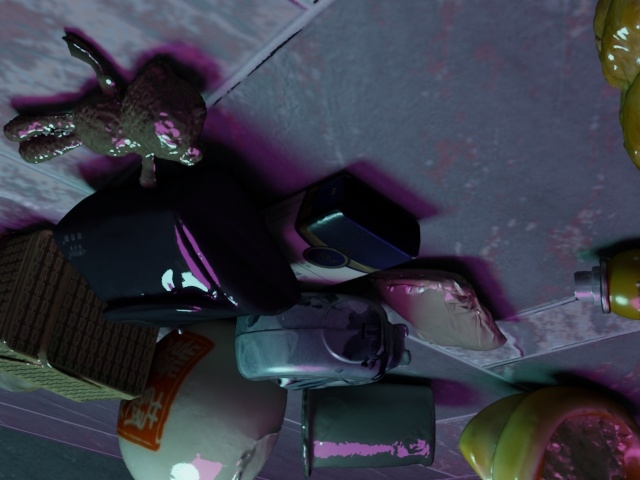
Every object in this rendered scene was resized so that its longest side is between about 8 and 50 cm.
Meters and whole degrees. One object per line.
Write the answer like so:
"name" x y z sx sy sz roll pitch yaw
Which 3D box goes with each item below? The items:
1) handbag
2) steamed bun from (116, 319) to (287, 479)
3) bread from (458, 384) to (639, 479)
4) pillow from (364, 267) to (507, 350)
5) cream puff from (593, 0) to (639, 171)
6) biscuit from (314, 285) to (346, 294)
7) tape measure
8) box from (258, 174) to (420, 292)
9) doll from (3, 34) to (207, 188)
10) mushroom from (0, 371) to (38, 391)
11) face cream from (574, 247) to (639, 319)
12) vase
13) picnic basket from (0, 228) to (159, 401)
"handbag" -0.209 0.049 1.110 0.302 0.178 0.275 -9 120 38
"steamed bun" -0.250 0.318 1.495 0.241 0.374 0.374 29 146 -29
"bread" 0.505 0.482 1.623 0.424 0.328 0.245 20 150 -31
"pillow" 0.200 0.119 1.320 0.173 0.067 0.270 -2 151 29
"cream puff" 0.386 -0.163 0.585 0.343 0.231 0.327 8 147 14
"biscuit" 0.000 0.125 1.423 0.138 0.031 0.205 9 152 -4
"tape measure" -0.004 0.172 1.285 0.275 0.147 0.256 -4 164 15
"box" 0.000 0.000 1.153 0.168 0.071 0.259 30 147 -33
"doll" -0.263 -0.136 0.966 0.286 0.091 0.202 -33 98 37
"mushroom" -0.622 0.200 1.592 0.226 0.178 0.226 28 134 33
"face cream" 0.534 0.057 1.076 0.349 0.105 0.105 -5 149 22
"vase" 0.107 0.416 1.742 0.291 0.245 0.245 1 151 2
"picnic basket" -0.447 0.139 1.367 0.175 0.228 0.313 -11 146 35
